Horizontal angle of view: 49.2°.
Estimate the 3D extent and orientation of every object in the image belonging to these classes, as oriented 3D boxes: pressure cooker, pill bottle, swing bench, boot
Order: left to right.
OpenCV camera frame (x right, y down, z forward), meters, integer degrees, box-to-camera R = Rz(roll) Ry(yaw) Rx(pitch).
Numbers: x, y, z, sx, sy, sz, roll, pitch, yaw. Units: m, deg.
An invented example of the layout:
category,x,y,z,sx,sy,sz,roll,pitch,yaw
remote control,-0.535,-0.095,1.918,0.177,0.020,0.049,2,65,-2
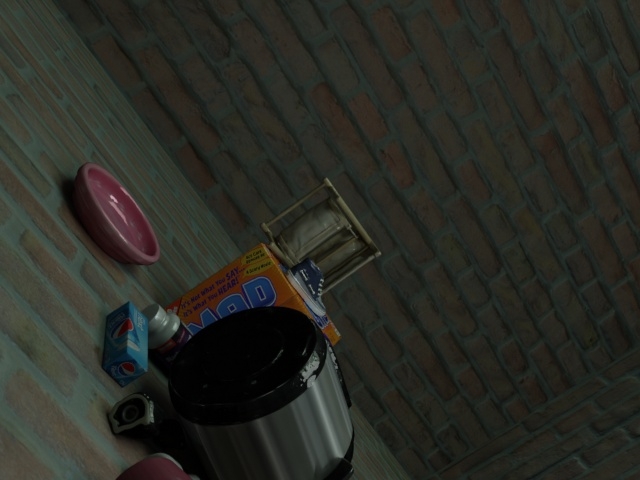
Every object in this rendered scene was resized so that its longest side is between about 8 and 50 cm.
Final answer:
category,x,y,z,sx,sy,sz,roll,pitch,yaw
pill bottle,-0.375,0.251,1.748,0.193,0.108,0.108,54,5,-29
pressure cooker,-0.120,0.407,1.593,0.370,0.375,0.420,-90,165,-62
boot,-0.016,0.135,1.991,0.190,0.086,0.069,53,5,-33
swing bench,0.000,0.000,2.085,0.255,0.253,0.165,53,4,-29

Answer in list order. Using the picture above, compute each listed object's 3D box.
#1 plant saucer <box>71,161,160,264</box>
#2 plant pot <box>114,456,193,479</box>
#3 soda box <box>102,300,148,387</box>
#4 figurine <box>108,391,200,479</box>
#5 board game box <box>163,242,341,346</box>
category,x,y,z,sx,sy,sz,roll,pitch,yaw
plant saucer,-0.578,-0.060,1.949,0.332,0.084,0.332,56,4,-6
plant pot,-0.252,0.459,1.127,0.180,0.201,0.201,40,-9,43
soda box,-0.432,0.226,1.555,0.071,0.067,0.210,55,4,-29
figurine,-0.306,0.428,1.391,0.215,0.092,0.209,60,1,32
board game box,-0.192,0.257,2.106,0.356,0.356,0.356,56,4,6
